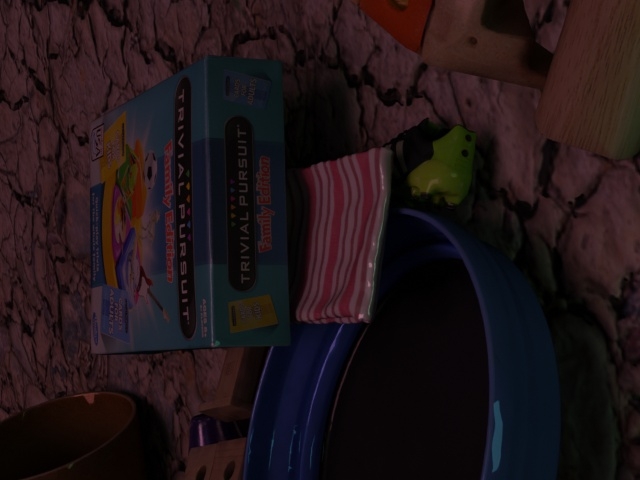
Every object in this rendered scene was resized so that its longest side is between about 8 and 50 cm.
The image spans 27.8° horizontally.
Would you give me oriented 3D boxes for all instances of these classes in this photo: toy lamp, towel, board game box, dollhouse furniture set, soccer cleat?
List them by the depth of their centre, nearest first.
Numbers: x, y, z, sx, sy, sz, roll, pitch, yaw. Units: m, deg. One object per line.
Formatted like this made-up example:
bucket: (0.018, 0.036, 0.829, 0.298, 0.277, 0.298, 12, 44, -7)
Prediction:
soccer cleat: (0.076, -0.065, 1.094, 0.179, 0.060, 0.072, 6, 76, 62)
towel: (0.000, 0.000, 1.111, 0.197, 0.029, 0.144, -7, 76, 63)
board game box: (-0.139, -0.019, 1.257, 0.336, 0.079, 0.253, -13, 78, 62)
dollhouse furniture set: (-0.043, 0.196, 1.307, 0.129, 0.129, 0.183, -22, 50, 56)
toy lamp: (-0.094, 0.325, 1.427, 0.080, 0.080, 0.274, -10, 90, 57)

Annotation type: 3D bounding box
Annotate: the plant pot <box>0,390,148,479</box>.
plant pot: (-0.315, 0.360, 1.668, 0.237, 0.237, 0.254, 12, 123, 55)

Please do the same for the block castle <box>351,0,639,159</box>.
block castle: (0.138, -0.266, 0.718, 0.453, 0.303, 0.212, 51, 143, 38)

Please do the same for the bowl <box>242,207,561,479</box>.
bowl: (0.054, 0.169, 1.050, 0.391, 0.077, 0.391, -39, 44, 51)
